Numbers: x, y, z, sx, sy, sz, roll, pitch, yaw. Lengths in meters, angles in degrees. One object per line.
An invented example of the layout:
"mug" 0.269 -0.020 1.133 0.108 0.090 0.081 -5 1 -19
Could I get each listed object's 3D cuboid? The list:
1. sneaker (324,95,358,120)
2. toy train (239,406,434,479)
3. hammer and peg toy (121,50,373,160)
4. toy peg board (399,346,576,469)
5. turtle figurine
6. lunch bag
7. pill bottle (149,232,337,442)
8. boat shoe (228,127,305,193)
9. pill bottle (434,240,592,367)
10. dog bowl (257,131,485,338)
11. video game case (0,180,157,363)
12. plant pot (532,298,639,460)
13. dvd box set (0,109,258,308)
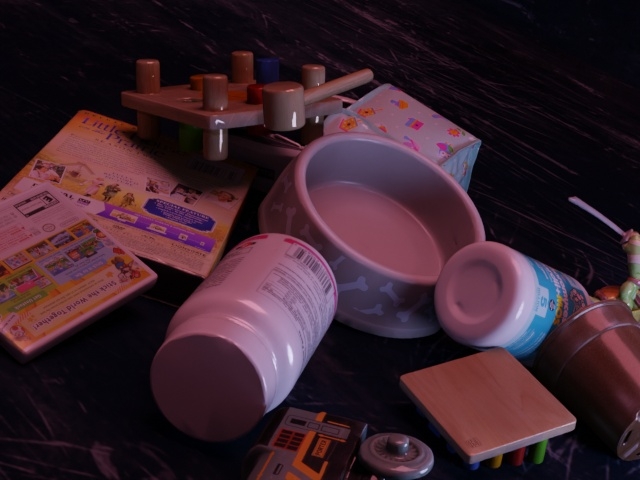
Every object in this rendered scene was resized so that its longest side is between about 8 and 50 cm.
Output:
"sneaker" 0.085 -0.210 2.306 0.290 0.106 0.123 19 16 -24
"toy train" -0.006 0.282 1.162 0.190 0.142 0.334 11 24 12
"hammer and peg toy" -0.099 -0.200 1.818 0.266 0.127 0.361 -13 21 -39
"toy peg board" 0.204 0.227 1.511 0.161 0.079 0.161 -13 36 -25
"turtle figurine" 0.462 0.048 1.910 0.266 0.197 0.274 1 33 -42
"lunch bag" 0.110 -0.131 2.078 0.223 0.160 0.262 37 47 26
"pill bottle" -0.087 0.110 1.414 0.160 0.160 0.283 22 24 7
"boat shoe" -0.057 -0.121 1.988 0.301 0.108 0.102 16 33 10
"pill bottle" 0.286 0.100 1.687 0.264 0.146 0.146 21 16 -48
"dog bowl" 0.087 -0.022 1.773 0.349 0.102 0.348 17 41 -16
"video game case" -0.347 0.032 1.463 0.206 0.026 0.227 39 40 16
"plant pot" 0.399 0.195 1.615 0.167 0.167 0.165 0 39 -36
"dvd box set" -0.274 -0.058 1.751 0.308 0.062 0.420 18 25 -2
